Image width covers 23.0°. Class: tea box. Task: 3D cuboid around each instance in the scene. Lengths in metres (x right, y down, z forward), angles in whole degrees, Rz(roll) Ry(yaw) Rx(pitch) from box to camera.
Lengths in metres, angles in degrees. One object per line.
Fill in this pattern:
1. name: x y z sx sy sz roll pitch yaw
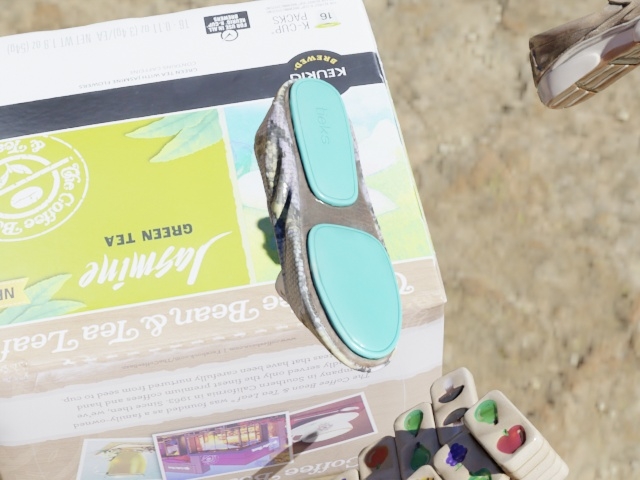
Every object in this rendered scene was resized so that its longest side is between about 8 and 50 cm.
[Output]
1. tea box: -0.097 0.009 1.196 0.329 0.220 0.323 -10 53 -5

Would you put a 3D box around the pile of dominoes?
1. pile of dominoes: 0.026 0.188 0.911 0.251 0.040 0.196 -42 32 0

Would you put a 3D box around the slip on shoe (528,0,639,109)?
1. slip on shoe: 0.165 -0.116 0.821 0.051 0.135 0.041 -2 68 -45

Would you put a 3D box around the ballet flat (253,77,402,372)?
1. ballet flat: 0.000 0.000 0.521 0.041 0.041 0.114 -8 57 -6
